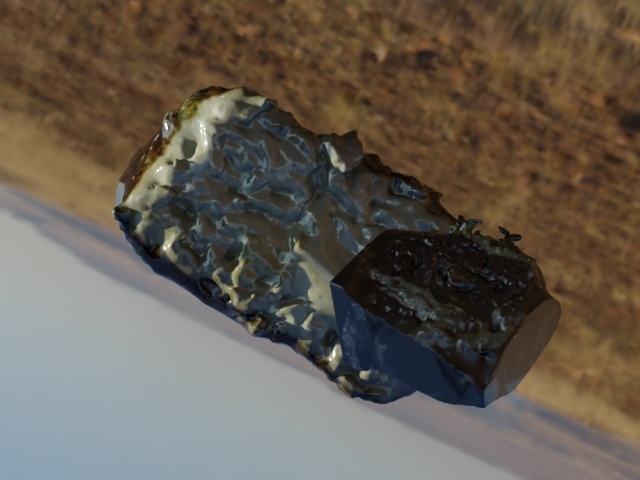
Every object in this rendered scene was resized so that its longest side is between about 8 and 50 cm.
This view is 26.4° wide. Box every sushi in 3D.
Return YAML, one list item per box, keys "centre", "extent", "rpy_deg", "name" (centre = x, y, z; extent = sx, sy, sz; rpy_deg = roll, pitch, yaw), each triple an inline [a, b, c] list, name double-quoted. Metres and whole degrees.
- centre: [0.000, 0.000, 1.155]
  extent: [0.343, 0.196, 0.182]
  rpy_deg: [31, -172, -3]
  name: "sushi"
- centre: [0.064, 0.029, 0.640]
  extent: [0.083, 0.084, 0.056]
  rpy_deg: [24, 142, 33]
  name: "sushi"
